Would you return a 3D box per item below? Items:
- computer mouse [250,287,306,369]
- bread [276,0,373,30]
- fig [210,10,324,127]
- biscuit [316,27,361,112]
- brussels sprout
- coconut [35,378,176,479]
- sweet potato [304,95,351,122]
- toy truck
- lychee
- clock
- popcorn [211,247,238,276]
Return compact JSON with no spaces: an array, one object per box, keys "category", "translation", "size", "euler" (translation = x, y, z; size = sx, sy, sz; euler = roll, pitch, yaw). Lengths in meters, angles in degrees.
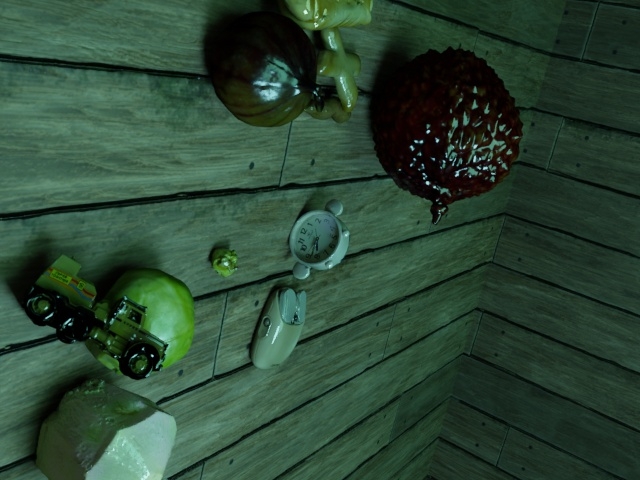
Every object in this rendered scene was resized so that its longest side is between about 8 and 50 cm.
[{"category":"computer mouse","translation":[-0.109,0.240,1.863],"size":[0.145,0.082,0.237],"euler":[18,94,-60]},{"category":"bread","translation":[0.007,-0.546,1.489],"size":[0.311,0.121,0.173],"euler":[-27,121,-52]},{"category":"fig","translation":[-0.104,-0.342,1.382],"size":[0.235,0.214,0.235],"euler":[-6,101,-34]},{"category":"biscuit","translation":[0.045,-0.426,1.668],"size":[0.208,0.047,0.164],"euler":[37,57,-59]},{"category":"brussels sprout","translation":[-0.345,0.158,1.343],"size":[0.223,0.161,0.223],"euler":[-26,126,-41]},{"category":"coconut","translation":[-0.402,0.398,1.324],"size":[0.233,0.245,0.233],"euler":[-32,132,-44]},{"category":"sweet potato","translation":[0.020,-0.331,1.728],"size":[0.218,0.051,0.065],"euler":[-6,100,-56]},{"category":"toy truck","translation":[-0.380,0.141,1.195],"size":[0.127,0.257,0.127],"euler":[-58,-167,-22]},{"category":"lychee","translation":[0.345,-0.285,1.905],"size":[0.424,0.424,0.500],"euler":[19,70,-60]},{"category":"clock","translation":[0.000,0.000,1.806],"size":[0.229,0.155,0.063],"euler":[-64,151,-1]},{"category":"popcorn","translation":[-0.217,0.046,1.585],"size":[0.059,0.068,0.083],"euler":[-28,180,11]}]
